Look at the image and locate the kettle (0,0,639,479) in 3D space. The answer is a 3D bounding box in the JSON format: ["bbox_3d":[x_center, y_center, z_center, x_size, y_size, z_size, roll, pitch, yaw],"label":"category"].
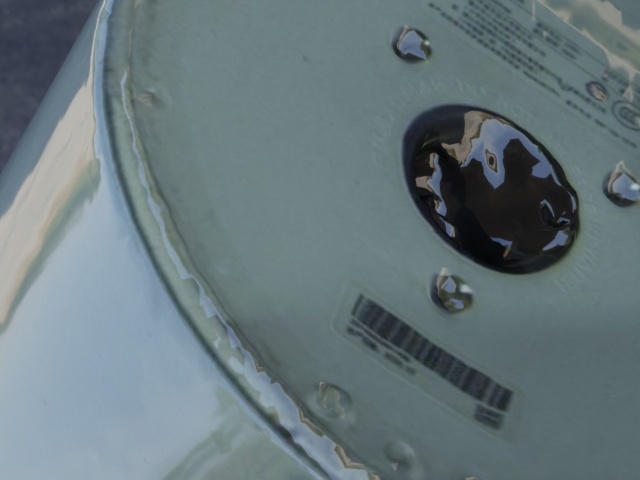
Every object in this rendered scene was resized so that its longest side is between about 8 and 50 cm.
[{"bbox_3d":[-0.028,0.089,0.474,0.318,0.205,0.265,-45,45,45],"label":"kettle"}]
